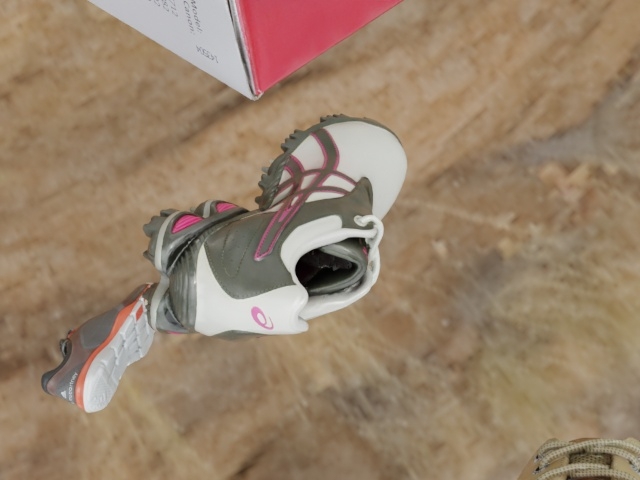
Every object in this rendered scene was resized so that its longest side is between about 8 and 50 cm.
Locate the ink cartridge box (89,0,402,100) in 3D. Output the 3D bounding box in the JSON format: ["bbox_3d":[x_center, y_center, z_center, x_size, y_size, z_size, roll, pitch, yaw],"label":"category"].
[{"bbox_3d":[0.025,-0.225,0.992,0.309,0.272,0.130,-35,137,-24],"label":"ink cartridge box"}]

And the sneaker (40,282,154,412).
[{"bbox_3d":[-0.188,0.082,1.498,0.065,0.158,0.061,11,123,16],"label":"sneaker"}]

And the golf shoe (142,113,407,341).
[{"bbox_3d":[0.000,0.000,1.165,0.273,0.120,0.105,-37,133,-49],"label":"golf shoe"}]

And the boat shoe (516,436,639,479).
[{"bbox_3d":[0.146,0.172,1.026,0.123,0.119,0.324,6,168,7],"label":"boat shoe"}]
